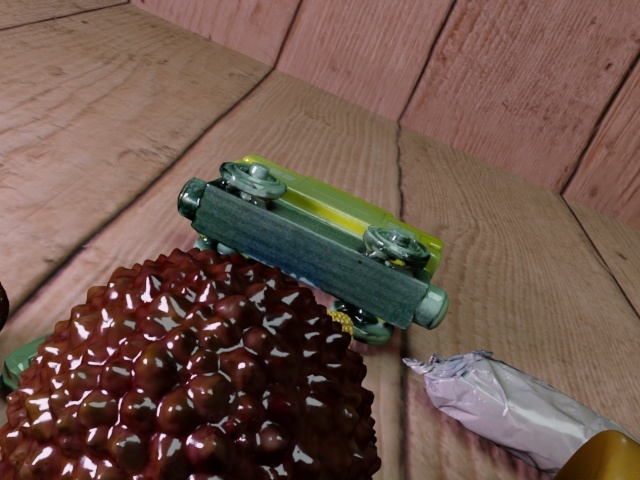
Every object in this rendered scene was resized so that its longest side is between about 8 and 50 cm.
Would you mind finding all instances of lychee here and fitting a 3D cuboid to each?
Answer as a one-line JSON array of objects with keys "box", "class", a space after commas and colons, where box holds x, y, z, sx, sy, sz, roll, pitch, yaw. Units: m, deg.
[{"box": [-0.098, 0.152, 0.546, 0.305, 0.330, 0.306, 6, 54, -8], "class": "lychee"}]

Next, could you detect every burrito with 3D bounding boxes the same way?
[{"box": [0.315, 0.261, 0.949, 0.445, 0.101, 0.139, 30, 28, 13], "class": "burrito"}]

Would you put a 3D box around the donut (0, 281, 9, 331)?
[{"box": [-0.364, 0.079, 0.644, 0.126, 0.144, 0.186, 38, -8, -21], "class": "donut"}]

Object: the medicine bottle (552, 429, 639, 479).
[{"box": [0.294, 0.330, 0.615, 0.231, 0.238, 0.238, 34, 25, 15], "class": "medicine bottle"}]

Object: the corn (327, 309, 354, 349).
[{"box": [-0.072, 0.116, 0.904, 0.248, 0.081, 0.081, 11, 27, -30], "class": "corn"}]

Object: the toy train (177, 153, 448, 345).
[{"box": [0.000, 0.000, 1.121, 0.441, 0.179, 0.272, 25, 17, 5], "class": "toy train"}]

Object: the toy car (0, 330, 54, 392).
[{"box": [-0.256, 0.117, 0.753, 0.093, 0.058, 0.186, 28, 24, 12], "class": "toy car"}]
